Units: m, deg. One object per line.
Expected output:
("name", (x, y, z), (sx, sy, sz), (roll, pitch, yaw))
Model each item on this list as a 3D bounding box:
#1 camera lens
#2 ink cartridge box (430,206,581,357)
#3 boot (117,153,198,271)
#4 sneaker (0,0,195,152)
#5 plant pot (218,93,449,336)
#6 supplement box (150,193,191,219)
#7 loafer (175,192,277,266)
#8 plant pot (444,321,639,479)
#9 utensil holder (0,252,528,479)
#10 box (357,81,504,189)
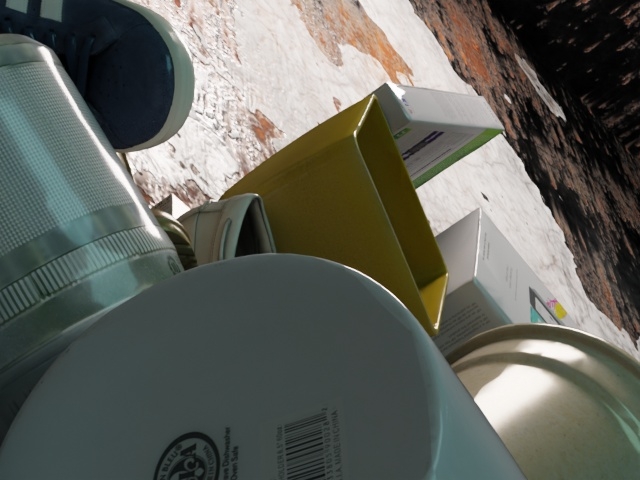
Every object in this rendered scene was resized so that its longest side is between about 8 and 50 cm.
("camera lens", (-0.234, 0.005, 1.265), (0.274, 0.219, 0.219), (58, 21, 8))
("ink cartridge box", (0.180, 0.149, 1.958), (0.270, 0.198, 0.197), (50, 21, -15))
("boot", (-0.189, -0.042, 1.506), (0.089, 0.236, 0.269), (-9, 58, -18))
("sneaker", (-0.264, -0.150, 1.410), (0.350, 0.131, 0.148), (17, 14, 34))
("plant pot", (0.000, 0.000, 1.761), (0.212, 0.187, 0.212), (-64, 133, -72))
("supplement box", (-0.138, 0.010, 1.715), (0.062, 0.036, 0.098), (42, 26, -32))
("loafer", (-0.066, 0.107, 1.582), (0.112, 0.111, 0.319), (13, 56, -52))
("plant pot", (0.149, 0.269, 1.609), (0.305, 0.334, 0.334), (-17, 73, -57))
("utensil holder", (0.002, 0.239, 1.152), (0.385, 0.327, 0.327), (55, 15, -45))
("box", (0.059, -0.091, 2.014), (0.058, 0.232, 0.322), (61, 21, 12))
